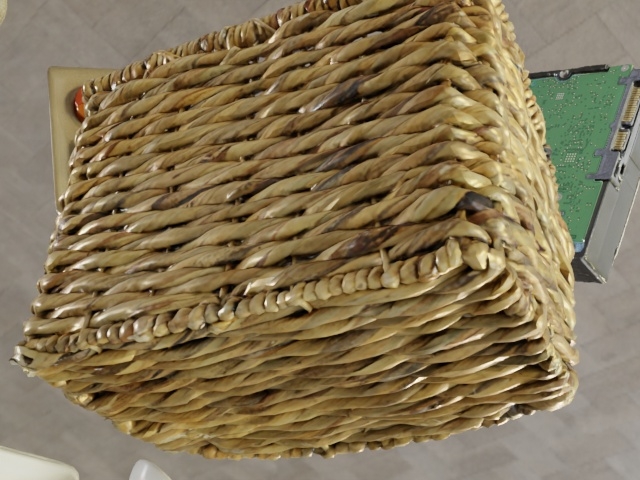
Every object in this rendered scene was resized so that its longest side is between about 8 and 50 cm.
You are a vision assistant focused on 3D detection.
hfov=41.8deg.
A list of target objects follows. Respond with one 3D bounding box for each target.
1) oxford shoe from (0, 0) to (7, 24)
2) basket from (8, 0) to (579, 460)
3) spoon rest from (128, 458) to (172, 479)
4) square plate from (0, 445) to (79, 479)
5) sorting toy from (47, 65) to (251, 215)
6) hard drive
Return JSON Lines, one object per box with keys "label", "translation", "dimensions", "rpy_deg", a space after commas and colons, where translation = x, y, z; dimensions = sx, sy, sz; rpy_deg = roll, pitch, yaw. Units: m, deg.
{"label": "oxford shoe", "translation": [-0.517, -0.298, 1.153], "dimensions": [0.397, 0.146, 0.140], "rpy_deg": [2, 91, 42]}
{"label": "basket", "translation": [0.000, 0.000, 0.535], "dimensions": [0.299, 0.223, 0.213], "rpy_deg": [-15, 142, 24]}
{"label": "spoon rest", "translation": [-0.131, 0.357, 0.915], "dimensions": [0.137, 0.084, 0.276], "rpy_deg": [-7, 108, 56]}
{"label": "square plate", "translation": [-0.316, 0.221, 0.444], "dimensions": [0.344, 0.347, 0.049], "rpy_deg": [22, 117, -22]}
{"label": "sorting toy", "translation": [-0.182, -0.132, 1.068], "dimensions": [0.307, 0.229, 0.041], "rpy_deg": [-2, 153, -21]}
{"label": "hard drive", "translation": [0.191, -0.077, 0.948], "dimensions": [0.339, 0.237, 0.064], "rpy_deg": [2, 153, 47]}
